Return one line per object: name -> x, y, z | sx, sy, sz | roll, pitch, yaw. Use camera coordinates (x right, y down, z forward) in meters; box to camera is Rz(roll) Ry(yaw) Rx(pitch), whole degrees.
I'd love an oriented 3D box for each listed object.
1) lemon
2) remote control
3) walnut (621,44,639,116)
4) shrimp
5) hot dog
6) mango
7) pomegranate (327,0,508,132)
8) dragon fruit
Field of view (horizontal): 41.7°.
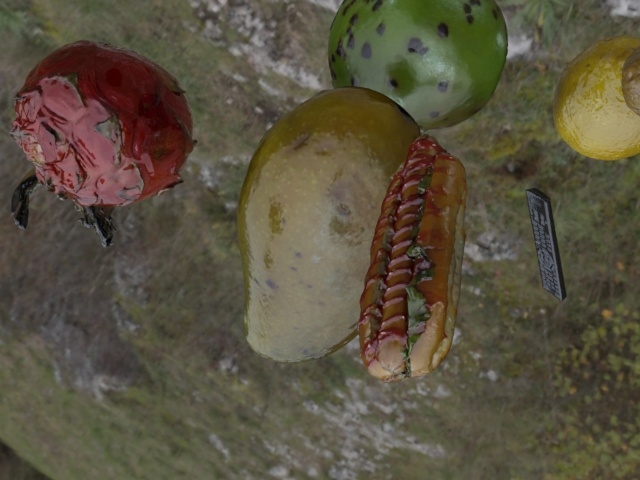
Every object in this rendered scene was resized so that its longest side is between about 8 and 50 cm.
lemon -> 0.467, -0.225, 1.335 | 0.188, 0.188, 0.256 | 21, 164, 12
remote control -> 0.420, 0.010, 1.556 | 0.063, 0.025, 0.245 | 52, 166, 53
walnut -> 0.425, -0.198, 1.019 | 0.124, 0.105, 0.105 | -11, 131, 49
shrimp -> -0.398, -0.055, 1.295 | 0.219, 0.152, 0.046 | 53, 164, 32
hot dog -> 0.049, 0.006, 0.452 | 0.038, 0.144, 0.062 | 29, 148, -29
mango -> 0.007, 0.001, 0.877 | 0.176, 0.175, 0.329 | 16, 118, 21
pomegranate -> 0.121, -0.271, 1.051 | 0.231, 0.286, 0.231 | 6, 163, 2
dragon fruit -> -0.293, -0.155, 1.148 | 0.252, 0.241, 0.241 | 6, 159, -28
